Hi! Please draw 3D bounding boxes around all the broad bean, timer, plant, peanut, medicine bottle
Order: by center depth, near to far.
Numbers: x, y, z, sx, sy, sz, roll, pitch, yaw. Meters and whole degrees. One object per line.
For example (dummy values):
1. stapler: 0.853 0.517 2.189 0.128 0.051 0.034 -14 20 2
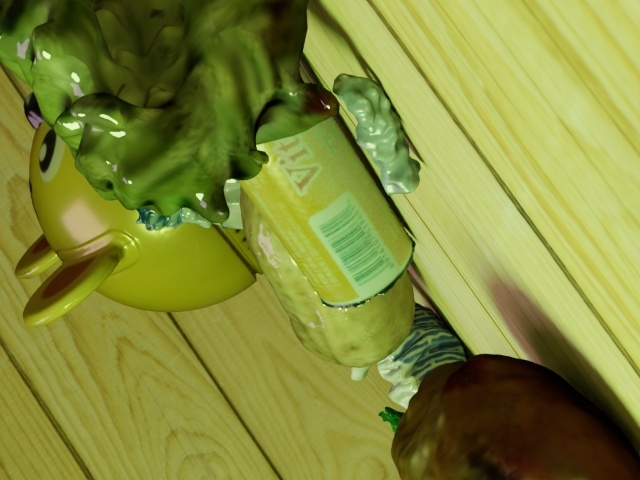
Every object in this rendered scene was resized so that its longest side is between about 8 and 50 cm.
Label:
1. broad bean: 0.118 0.138 0.796 0.156 0.122 0.228 30 -174 -3
2. plant: -0.095 -0.089 0.888 0.333 0.180 0.251 85 160 -71
3. medicine bottle: -0.069 -0.127 1.022 0.426 0.108 0.108 57 177 -29
4. peanut: 0.000 0.000 1.228 0.253 0.122 0.137 60 -159 -28
5. timer: -0.219 -0.058 1.651 0.376 0.387 0.376 53 177 4

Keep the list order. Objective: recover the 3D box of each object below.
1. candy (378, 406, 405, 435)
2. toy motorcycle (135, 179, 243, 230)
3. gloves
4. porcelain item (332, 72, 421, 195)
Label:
1. candy: 0.140 0.210 1.384 0.141 0.078 0.203 17 -178 15
2. toy motorcycle: -0.089 -0.045 1.413 0.239 0.204 0.108 50 163 37
3. gloves: 0.094 0.119 1.322 0.119 0.097 0.229 19 -168 -41
4. porcelain item: 0.033 -0.065 0.797 0.083 0.028 0.036 58 179 -30
